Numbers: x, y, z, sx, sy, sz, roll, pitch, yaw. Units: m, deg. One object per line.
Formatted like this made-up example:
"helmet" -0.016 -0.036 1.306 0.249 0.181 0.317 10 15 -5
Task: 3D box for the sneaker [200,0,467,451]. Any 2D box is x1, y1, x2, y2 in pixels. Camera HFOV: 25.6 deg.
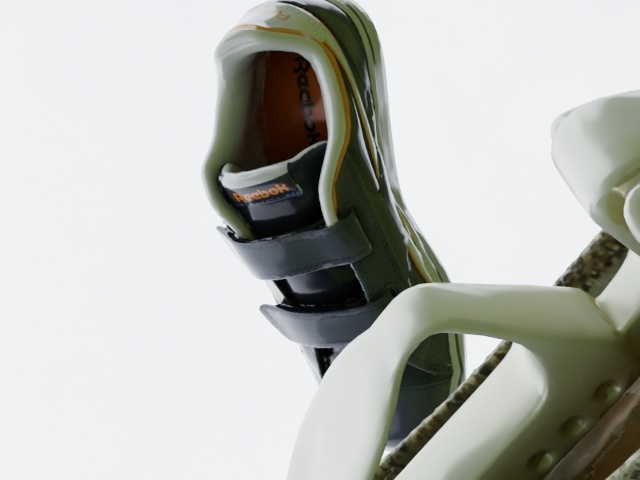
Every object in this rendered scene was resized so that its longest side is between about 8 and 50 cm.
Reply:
"sneaker" 0.000 0.000 0.925 0.127 0.126 0.321 -24 -81 -59

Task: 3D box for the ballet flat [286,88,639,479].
"ballet flat" 0.116 0.053 0.578 0.182 0.483 0.164 32 -158 -23
